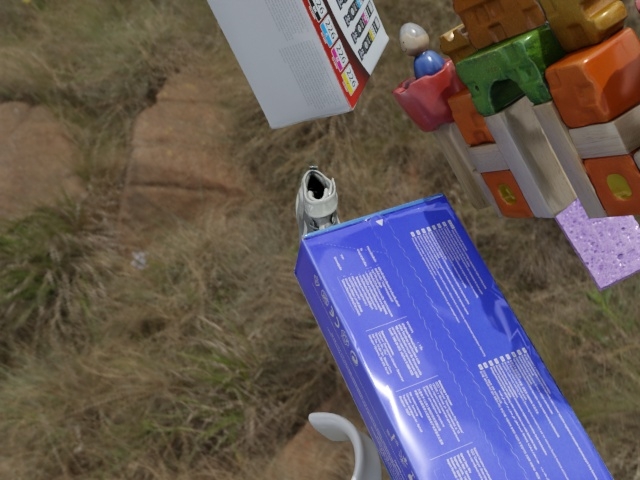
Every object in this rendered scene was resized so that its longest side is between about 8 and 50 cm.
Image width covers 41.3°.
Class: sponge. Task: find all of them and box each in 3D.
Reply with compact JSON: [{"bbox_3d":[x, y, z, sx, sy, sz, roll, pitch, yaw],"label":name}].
[{"bbox_3d":[0.500,-0.026,1.527,0.117,0.031,0.210,-29,71,6],"label":"sponge"}]

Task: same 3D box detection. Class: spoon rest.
[{"bbox_3d":[0.008,0.300,0.852,0.084,0.137,0.276,-21,42,34],"label":"spoon rest"}]

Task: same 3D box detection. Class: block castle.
[{"bbox_3d":[0.275,-0.187,0.743,0.303,0.212,0.453,-35,12,-17],"label":"block castle"}]

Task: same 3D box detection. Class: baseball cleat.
[{"bbox_3d":[0.000,0.000,1.113,0.072,0.109,0.205,-13,65,-6],"label":"baseball cleat"}]

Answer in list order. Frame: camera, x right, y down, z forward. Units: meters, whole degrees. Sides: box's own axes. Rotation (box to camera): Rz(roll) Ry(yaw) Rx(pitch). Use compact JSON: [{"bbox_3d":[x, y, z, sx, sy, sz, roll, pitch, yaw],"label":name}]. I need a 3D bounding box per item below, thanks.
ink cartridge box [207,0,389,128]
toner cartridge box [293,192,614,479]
[{"bbox_3d":[-0.034,-0.356,1.123,0.130,0.309,0.271,-9,35,28],"label":"ink cartridge box"},{"bbox_3d":[0.118,0.130,0.799,0.165,0.075,0.347,-16,62,-19],"label":"toner cartridge box"}]
